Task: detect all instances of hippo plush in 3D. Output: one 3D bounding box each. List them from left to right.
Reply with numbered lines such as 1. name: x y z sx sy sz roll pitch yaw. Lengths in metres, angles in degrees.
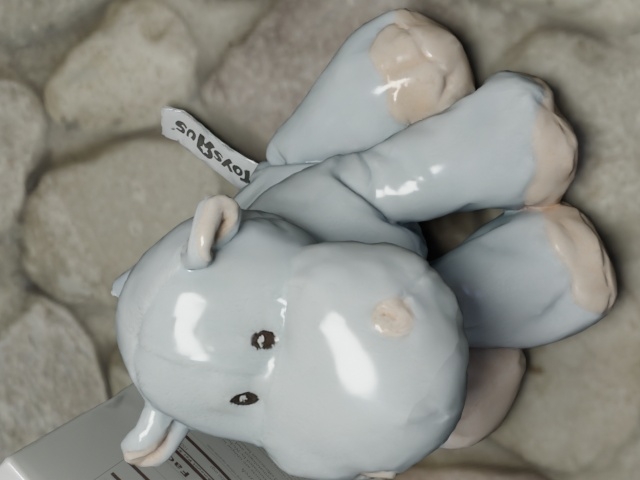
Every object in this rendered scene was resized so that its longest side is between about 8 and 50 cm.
1. hippo plush: 0.000 0.000 0.815 0.294 0.236 0.234 22 107 14

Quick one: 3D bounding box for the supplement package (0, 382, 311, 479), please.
1. supplement package: -0.109 0.175 0.881 0.134 0.244 0.139 45 111 6
